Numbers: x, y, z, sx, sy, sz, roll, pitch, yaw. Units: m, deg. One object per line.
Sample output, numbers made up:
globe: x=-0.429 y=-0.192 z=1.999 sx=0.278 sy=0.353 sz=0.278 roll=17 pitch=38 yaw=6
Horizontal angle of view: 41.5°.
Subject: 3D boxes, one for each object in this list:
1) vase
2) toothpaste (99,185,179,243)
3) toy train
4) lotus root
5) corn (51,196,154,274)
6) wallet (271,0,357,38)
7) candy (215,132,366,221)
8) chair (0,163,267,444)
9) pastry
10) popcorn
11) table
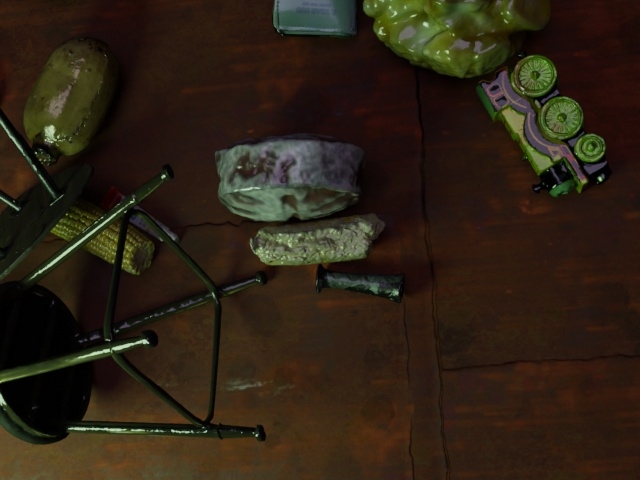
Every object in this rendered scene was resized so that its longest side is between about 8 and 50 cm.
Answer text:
vase: x=0.075 y=0.082 z=1.614 sx=0.167 sy=0.059 sz=0.059 roll=7 pitch=80 yaw=10
toothpaste: x=-0.368 y=-0.046 z=1.721 sx=0.190 sy=0.031 sz=0.048 roll=32 pitch=88 yaw=16
toy train: x=0.426 y=-0.215 z=1.605 sx=0.160 sy=0.100 sz=0.296 roll=-32 pitch=76 yaw=9
lotus root: x=-0.513 y=-0.284 z=1.734 sx=0.160 sy=0.146 sz=0.284 roll=12 pitch=73 yaw=31
corn: x=-0.448 y=-0.018 z=1.694 sx=0.244 sy=0.093 sz=0.093 roll=27 pitch=83 yaw=12
wallet: x=-0.009 y=-0.540 z=1.706 sx=0.176 sy=0.075 sz=0.250 roll=2 pitch=99 yaw=0
candy: x=-0.058 y=-0.116 z=1.594 sx=0.290 sy=0.214 sz=0.157 roll=-2 pitch=82 yaw=10
chair: x=-0.357 y=0.169 z=1.493 sx=0.410 sy=0.362 sz=0.364 roll=-19 pitch=48 yaw=17
pastry: x=-0.002 y=-0.001 z=1.622 sx=0.258 sy=0.121 sz=0.089 roll=-4 pitch=104 yaw=1
popcorn: x=0.260 y=-0.480 z=1.624 sx=0.292 sy=0.293 sz=0.334 roll=-34 pitch=107 yaw=-36
table: x=-0.623 y=-0.122 z=1.573 sx=0.317 sy=0.249 sz=0.317 roll=-29 pitch=33 yaw=22
